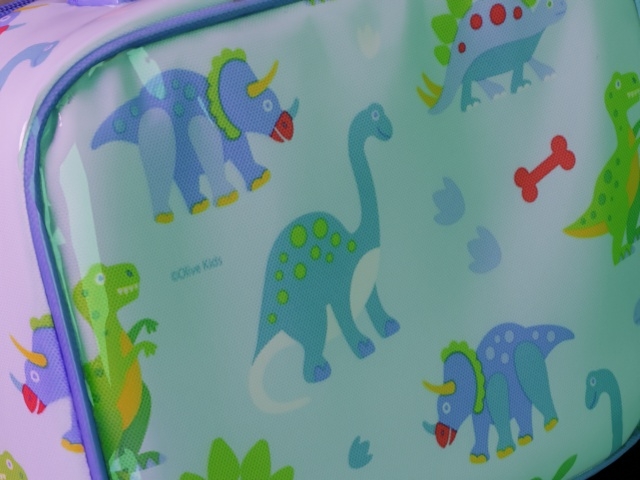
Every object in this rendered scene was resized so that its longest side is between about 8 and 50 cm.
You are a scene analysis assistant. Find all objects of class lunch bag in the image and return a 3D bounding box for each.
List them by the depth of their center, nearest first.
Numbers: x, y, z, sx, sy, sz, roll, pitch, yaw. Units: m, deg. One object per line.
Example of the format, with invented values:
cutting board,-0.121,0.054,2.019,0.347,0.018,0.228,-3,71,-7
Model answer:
lunch bag,0.000,0.000,0.506,0.219,0.090,0.176,-24,111,-37

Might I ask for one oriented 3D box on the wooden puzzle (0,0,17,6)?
wooden puzzle,-0.046,-0.067,0.564,0.348,0.080,0.322,-6,99,-36
